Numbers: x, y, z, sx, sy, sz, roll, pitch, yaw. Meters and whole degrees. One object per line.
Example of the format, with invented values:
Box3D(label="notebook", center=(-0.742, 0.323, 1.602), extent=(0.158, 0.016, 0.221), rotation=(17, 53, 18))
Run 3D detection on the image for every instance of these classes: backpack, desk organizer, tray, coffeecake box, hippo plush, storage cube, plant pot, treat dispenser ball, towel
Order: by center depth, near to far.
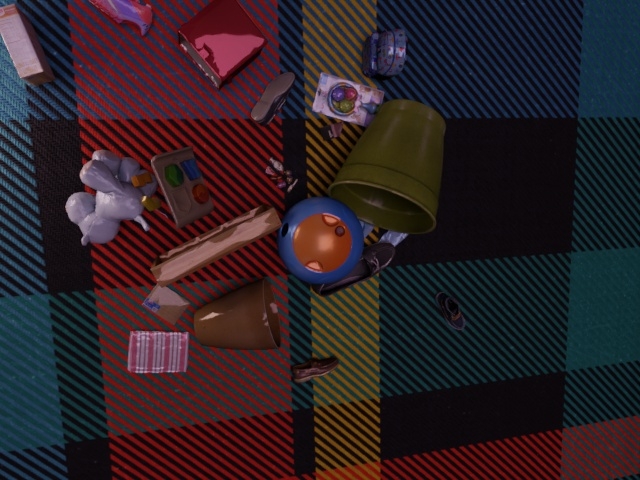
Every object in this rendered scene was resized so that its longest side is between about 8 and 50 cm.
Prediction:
Box3D(label="coffeecake box", center=(-0.843, -0.553, 1.445), extent=(0.068, 0.142, 0.186), rotation=(-21, 102, -11))
Box3D(label="storage cube", center=(-0.303, -0.609, 1.554), extent=(0.193, 0.183, 0.215), rotation=(-42, 105, -6))
Box3D(label="hippo plush", center=(-0.635, -0.107, 1.561), extent=(0.236, 0.234, 0.294), rotation=(-41, 95, 24))
Box3D(label="tray", center=(-0.332, 0.008, 1.626), extent=(0.410, 0.203, 0.076), rotation=(-28, 104, -9))
Box3D(label="treat dispenser ball", center=(0.000, 0.000, 1.664), extent=(0.287, 0.288, 0.289), rotation=(-2, 98, -14))
Box3D(label="plant pot", center=(0.255, -0.257, 1.680), extent=(0.366, 0.366, 0.353), rotation=(26, 75, -16))
Box3D(label="plant pot", center=(-0.280, 0.264, 1.684), extent=(0.254, 0.237, 0.238), rotation=(-11, 101, 4))
Box3D(label="backpack", center=(0.220, -0.626, 1.691), extent=(0.116, 0.173, 0.159), rotation=(1, 99, -15))
Box3D(label="desk organizer", center=(0.044, -0.370, 1.706), extent=(0.050, 0.130, 0.047), rotation=(-21, 102, -13))
Box3D(label="towel", center=(-0.547, 0.376, 1.717), extent=(0.196, 0.029, 0.144), rotation=(4, 97, -17))

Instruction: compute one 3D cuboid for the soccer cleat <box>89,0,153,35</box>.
Box3D(label="soccer cleat", center=(-0.628, -0.707, 1.514), extent=(0.247, 0.083, 0.095), rotation=(20, 97, -19))

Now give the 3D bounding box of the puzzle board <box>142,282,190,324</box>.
Box3D(label="puzzle board", center=(-0.520, 0.212, 1.707), extent=(0.128, 0.011, 0.096), rotation=(37, 89, -16))

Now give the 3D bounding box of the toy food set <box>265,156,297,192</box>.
Box3D(label="toy food set", center=(-0.139, -0.221, 1.737), extent=(0.122, 0.019, 0.078), rotation=(35, 88, -16))

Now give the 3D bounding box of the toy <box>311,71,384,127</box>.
Box3D(label="toy", center=(0.103, -0.483, 1.743), extent=(0.237, 0.056, 0.137), rotation=(13, 93, -16))

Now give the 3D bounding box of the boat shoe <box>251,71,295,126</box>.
Box3D(label="boat shoe", center=(-0.151, -0.470, 1.689), extent=(0.206, 0.075, 0.065), rotation=(-54, 149, -8))

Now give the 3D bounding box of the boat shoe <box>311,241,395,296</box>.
Box3D(label="boat shoe", center=(0.127, 0.112, 1.797), extent=(0.334, 0.095, 0.112), rotation=(-24, 116, -4))

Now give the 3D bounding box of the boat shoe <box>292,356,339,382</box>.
Box3D(label="boat shoe", center=(-0.019, 0.461, 1.843), extent=(0.177, 0.064, 0.060), rotation=(-18, 104, -9))

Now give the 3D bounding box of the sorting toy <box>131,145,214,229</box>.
Box3D(label="sorting toy", center=(-0.435, -0.156, 1.543), extent=(0.041, 0.307, 0.229), rotation=(-10, 105, 23))

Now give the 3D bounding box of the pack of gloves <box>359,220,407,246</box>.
Box3D(label="pack of gloves", center=(0.217, -0.028, 1.844), extent=(0.195, 0.046, 0.232), rotation=(40, 87, -15))

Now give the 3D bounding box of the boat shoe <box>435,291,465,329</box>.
Box3D(label="boat shoe", center=(0.511, 0.281, 1.943), extent=(0.065, 0.083, 0.183), rotation=(-39, 105, -6))
